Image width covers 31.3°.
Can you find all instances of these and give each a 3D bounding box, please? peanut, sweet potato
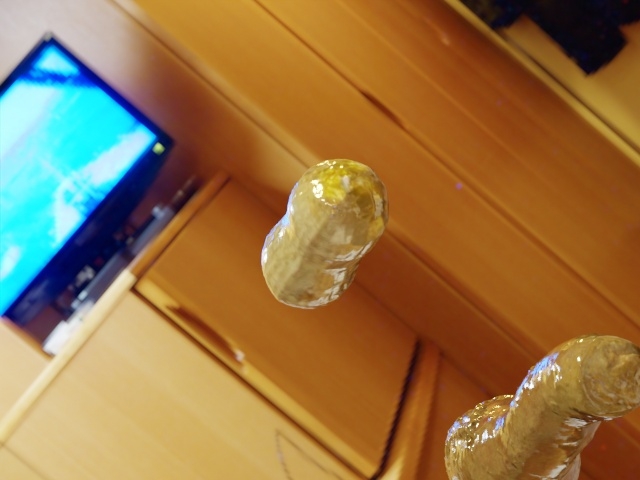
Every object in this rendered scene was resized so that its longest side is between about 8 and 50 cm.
[{"bbox_3d":[0.000,0.000,0.985,0.087,0.087,0.207,-52,-4,-29],"label":"peanut"},{"bbox_3d":[0.152,0.153,0.850,0.109,0.109,0.385,-51,-14,-15],"label":"sweet potato"}]
